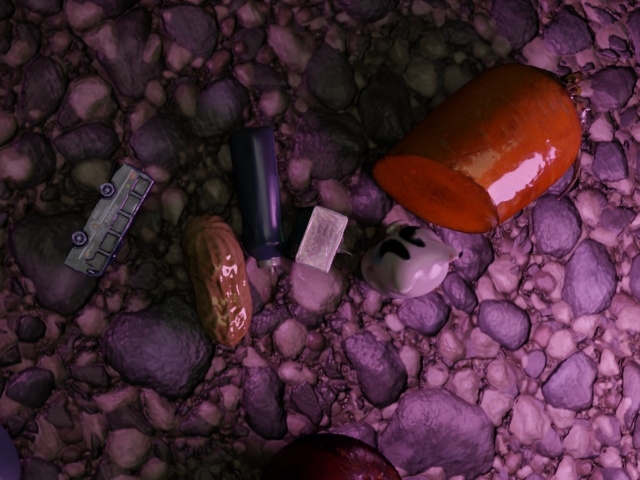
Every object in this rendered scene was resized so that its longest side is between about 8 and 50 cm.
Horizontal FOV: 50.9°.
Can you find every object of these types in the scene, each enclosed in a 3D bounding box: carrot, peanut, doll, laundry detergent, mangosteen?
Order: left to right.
[{"bbox_3d":[-0.141,0.056,0.947,0.083,0.093,0.194,-15,91,-37],"label":"peanut"},{"bbox_3d":[-0.085,-0.054,0.952,0.061,0.097,0.206,-9,92,-27],"label":"laundry detergent"},{"bbox_3d":[-0.003,0.400,0.935,0.235,0.235,0.261,44,126,-9],"label":"mangosteen"},{"bbox_3d":[0.121,0.030,0.958,0.110,0.180,0.107,-40,85,-7],"label":"doll"},{"bbox_3d":[0.265,-0.143,0.964,0.331,0.193,0.214,-41,57,-12],"label":"carrot"}]

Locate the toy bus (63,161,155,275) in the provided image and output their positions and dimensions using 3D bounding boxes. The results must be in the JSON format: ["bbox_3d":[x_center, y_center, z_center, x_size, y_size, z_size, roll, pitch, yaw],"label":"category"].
[{"bbox_3d":[-0.295,-0.028,0.938,0.065,0.047,0.165,29,85,-14],"label":"toy bus"}]

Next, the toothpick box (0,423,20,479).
[{"bbox_3d":[-0.501,0.315,0.869,0.184,0.120,0.120,-27,96,-6],"label":"toothpick box"}]

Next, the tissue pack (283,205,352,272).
[{"bbox_3d":[0.001,0.000,0.961,0.079,0.111,0.085,21,87,-12],"label":"tissue pack"}]
